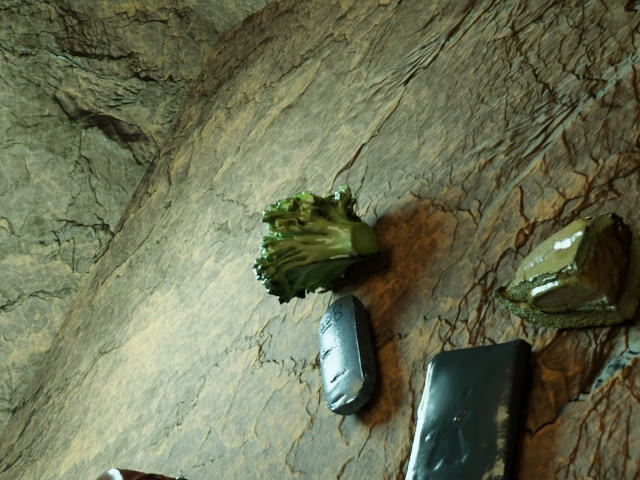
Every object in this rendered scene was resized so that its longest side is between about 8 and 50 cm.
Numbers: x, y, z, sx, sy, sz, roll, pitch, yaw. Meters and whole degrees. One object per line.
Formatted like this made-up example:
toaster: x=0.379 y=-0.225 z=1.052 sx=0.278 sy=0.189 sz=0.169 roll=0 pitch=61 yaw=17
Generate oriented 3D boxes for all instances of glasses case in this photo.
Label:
glasses case: x=0.050 y=0.215 z=1.612 sx=0.109 sy=0.067 sz=0.282 roll=-42 pitch=28 yaw=25

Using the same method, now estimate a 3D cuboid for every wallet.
wallet: x=0.212 y=0.326 z=1.258 sx=0.197 sy=0.051 sz=0.377 roll=-18 pitch=44 yaw=43

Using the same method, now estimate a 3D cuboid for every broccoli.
broccoli: x=0.000 y=0.000 z=1.757 sx=0.245 sy=0.248 sz=0.288 roll=-17 pitch=50 yaw=41

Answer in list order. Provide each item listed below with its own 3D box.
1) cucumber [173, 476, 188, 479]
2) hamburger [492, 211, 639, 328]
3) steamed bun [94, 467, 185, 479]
cucumber: x=-0.296 y=0.557 z=1.746 sx=0.115 sy=0.062 sz=0.116 roll=-24 pitch=59 yaw=42
hamburger: x=0.380 y=0.058 z=1.263 sx=0.155 sy=0.135 sz=0.208 roll=-53 pitch=9 yaw=-36
steamed bun: x=-0.369 y=0.630 z=1.562 sx=0.248 sy=0.235 sz=0.379 roll=-23 pitch=53 yaw=40
